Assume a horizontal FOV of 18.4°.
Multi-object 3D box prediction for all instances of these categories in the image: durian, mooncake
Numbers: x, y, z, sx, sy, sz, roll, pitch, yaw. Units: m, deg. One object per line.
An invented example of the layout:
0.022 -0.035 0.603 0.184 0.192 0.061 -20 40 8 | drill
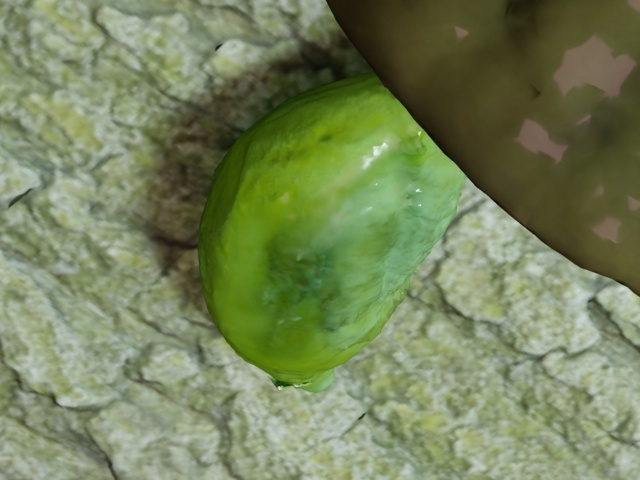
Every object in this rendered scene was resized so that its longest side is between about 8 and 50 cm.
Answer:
0.000 0.000 1.137 0.139 0.101 0.250 19 127 -14 | durian
0.161 -0.130 0.897 0.324 0.324 0.187 29 122 -20 | mooncake
